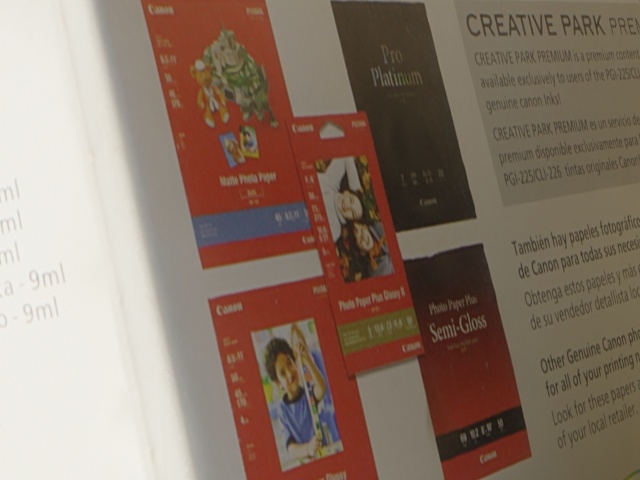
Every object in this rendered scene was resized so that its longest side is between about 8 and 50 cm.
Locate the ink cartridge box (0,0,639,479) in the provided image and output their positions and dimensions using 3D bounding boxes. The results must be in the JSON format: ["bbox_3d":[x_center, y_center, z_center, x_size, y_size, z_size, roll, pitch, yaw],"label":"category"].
[{"bbox_3d":[0.000,0.000,0.495,0.130,0.272,0.309,-12,178,33],"label":"ink cartridge box"}]
